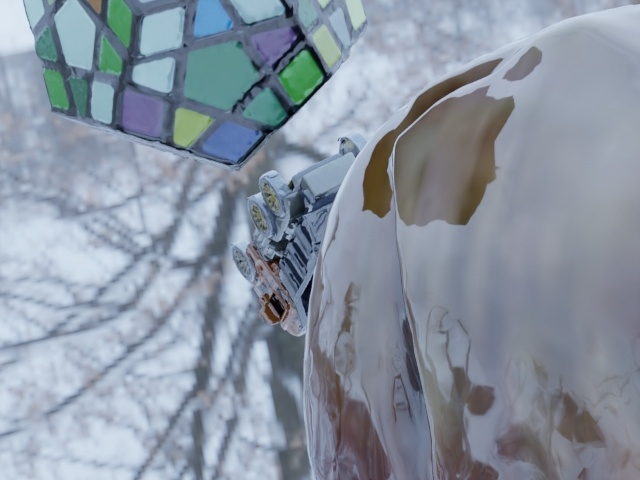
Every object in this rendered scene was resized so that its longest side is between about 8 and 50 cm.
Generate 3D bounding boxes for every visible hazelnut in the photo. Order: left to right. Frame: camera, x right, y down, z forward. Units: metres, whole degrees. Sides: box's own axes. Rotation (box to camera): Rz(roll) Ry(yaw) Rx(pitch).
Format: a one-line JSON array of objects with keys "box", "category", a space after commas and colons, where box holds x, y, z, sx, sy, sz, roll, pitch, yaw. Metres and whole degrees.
[{"box": [0.151, 0.080, 0.647, 0.315, 0.372, 0.372, -39, -158, -29], "category": "hazelnut"}]

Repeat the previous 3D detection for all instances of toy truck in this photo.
[{"box": [0.000, 0.000, 1.201, 0.083, 0.092, 0.192, -27, 166, -21], "category": "toy truck"}]

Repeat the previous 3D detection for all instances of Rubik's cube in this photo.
[{"box": [-0.048, -0.088, 0.648, 0.133, 0.112, 0.133, -48, -176, 5], "category": "Rubik's cube"}]
